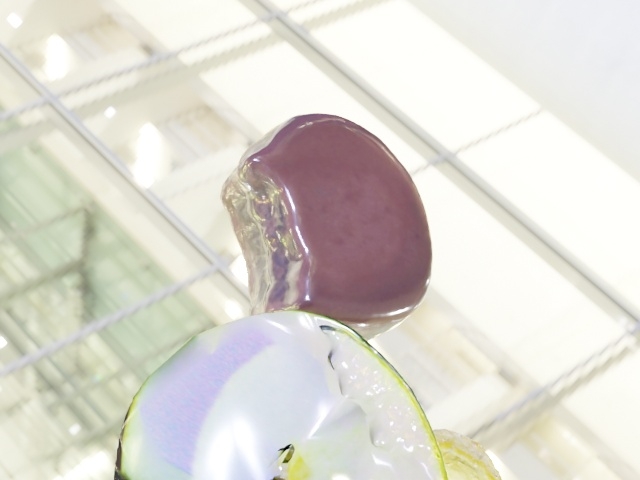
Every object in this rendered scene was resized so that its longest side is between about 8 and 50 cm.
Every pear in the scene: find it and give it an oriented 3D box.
[{"bbox_3d":[-0.028,0.283,1.785,0.399,0.399,0.165,-49,-14,4],"label":"pear"}]

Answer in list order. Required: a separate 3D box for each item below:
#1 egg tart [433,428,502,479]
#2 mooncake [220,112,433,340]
[{"bbox_3d":[0.156,0.365,2.060,0.213,0.212,0.090,-37,3,-19],"label":"egg tart"},{"bbox_3d":[0.000,0.000,2.116,0.334,0.326,0.174,-47,8,-39],"label":"mooncake"}]
